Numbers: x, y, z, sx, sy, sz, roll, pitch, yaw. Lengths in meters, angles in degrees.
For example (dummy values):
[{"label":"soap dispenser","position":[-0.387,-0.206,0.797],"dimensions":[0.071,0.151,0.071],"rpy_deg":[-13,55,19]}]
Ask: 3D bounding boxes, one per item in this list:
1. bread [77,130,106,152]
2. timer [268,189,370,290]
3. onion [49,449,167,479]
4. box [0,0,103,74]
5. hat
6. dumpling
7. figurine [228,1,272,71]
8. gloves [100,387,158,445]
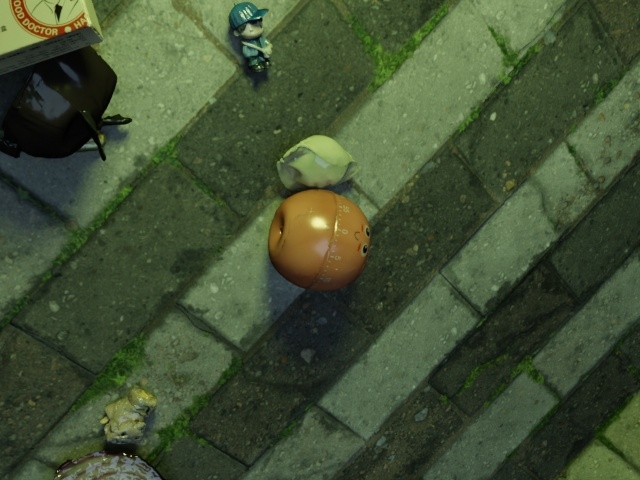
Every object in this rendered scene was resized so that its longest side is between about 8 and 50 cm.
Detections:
[{"label":"bread","position":[-0.481,-0.205,1.202],"dimensions":[0.088,0.033,0.049],"rpy_deg":[-11,111,-18]},{"label":"timer","position":[0.000,0.000,1.346],"dimensions":[0.214,0.229,0.230],"rpy_deg":[12,104,-23]},{"label":"onion","position":[-0.515,0.640,1.451],"dimensions":[0.314,0.146,0.280],"rpy_deg":[-15,89,-15]},{"label":"box","position":[-0.544,-0.364,0.929],"dimensions":[0.353,0.069,0.214],"rpy_deg":[-18,84,-3]},{"label":"hat","position":[-0.435,-0.288,1.084],"dimensions":[0.209,0.238,0.336],"rpy_deg":[16,93,-22]},{"label":"dumpling","position":[-0.011,-0.162,1.360],"dimensions":[0.181,0.111,0.155],"rpy_deg":[36,125,-21]},{"label":"figurine","position":[-0.145,-0.427,1.236],"dimensions":[0.077,0.079,0.136],"rpy_deg":[-36,142,-29]},{"label":"gloves","position":[-0.455,0.426,1.414],"dimensions":[0.110,0.094,0.144],"rpy_deg":[20,93,-37]}]
